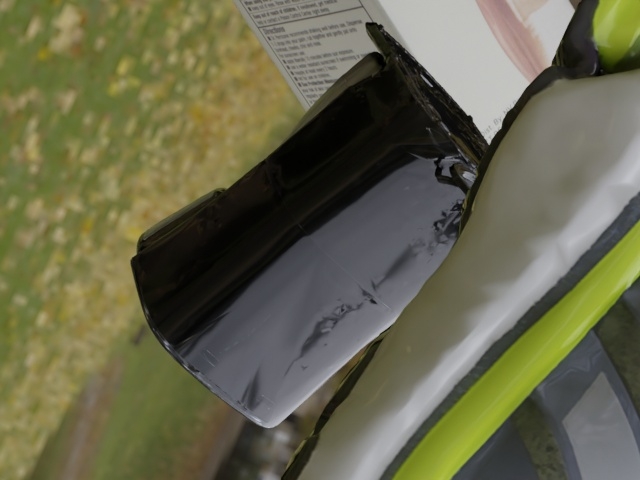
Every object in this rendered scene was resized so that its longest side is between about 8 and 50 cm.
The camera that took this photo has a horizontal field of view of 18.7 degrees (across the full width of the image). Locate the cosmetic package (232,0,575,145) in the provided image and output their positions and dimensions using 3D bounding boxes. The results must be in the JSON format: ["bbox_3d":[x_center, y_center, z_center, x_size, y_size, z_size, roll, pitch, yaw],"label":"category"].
[{"bbox_3d":[0.042,-0.161,1.214,0.129,0.296,0.153,-45,-156,-25],"label":"cosmetic package"}]

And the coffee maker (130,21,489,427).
[{"bbox_3d":[0.000,0.000,0.958,0.178,0.120,0.171,-41,-169,12],"label":"coffee maker"}]

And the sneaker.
[{"bbox_3d":[0.058,0.059,0.345,0.300,0.121,0.111,-59,171,-19],"label":"sneaker"}]
